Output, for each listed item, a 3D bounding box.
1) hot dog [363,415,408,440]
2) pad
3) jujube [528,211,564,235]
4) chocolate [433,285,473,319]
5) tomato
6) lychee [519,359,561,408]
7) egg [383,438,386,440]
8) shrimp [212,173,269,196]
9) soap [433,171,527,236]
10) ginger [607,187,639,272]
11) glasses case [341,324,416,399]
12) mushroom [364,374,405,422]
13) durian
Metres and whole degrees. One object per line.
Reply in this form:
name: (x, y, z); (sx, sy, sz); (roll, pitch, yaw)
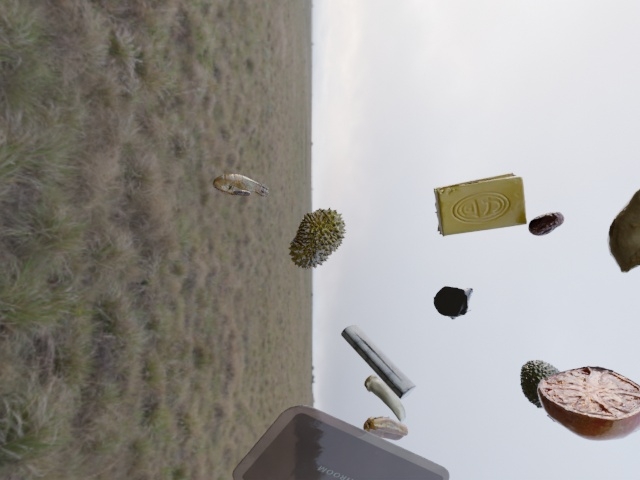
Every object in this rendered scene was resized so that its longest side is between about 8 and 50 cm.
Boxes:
hot dog: (0.163, 0.460, 1.050); (0.062, 0.144, 0.038); (-42, -141, 28)
pad: (0.030, 0.319, 0.575); (0.176, 0.266, 0.002); (-54, -163, 21)
jujube: (0.795, -0.059, 1.504); (0.129, 0.077, 0.077); (140, -46, -62)
chocolate: (0.261, 0.121, 0.811); (0.147, 0.072, 0.070); (20, 28, -56)
tomato: (0.656, 0.398, 1.031); (0.237, 0.237, 0.095); (-95, 177, -78)
lychee: (0.786, 0.502, 1.519); (0.171, 0.171, 0.171); (-179, -90, -89)
egg: (0.201, 0.727, 1.497); (0.096, 0.080, 0.080); (75, 14, -70)
shrimp: (-0.318, -0.209, 1.714); (0.133, 0.236, 0.053); (-45, -133, 41)
soap: (0.606, -0.135, 1.641); (0.096, 0.325, 0.204); (-55, 135, -79)
ginger: (0.817, -0.041, 1.069); (0.152, 0.138, 0.267); (29, -75, 61)
glasses case: (0.199, 0.419, 1.494); (0.060, 0.299, 0.114); (-54, 151, 14)
mushroom: (0.248, 0.594, 1.618); (0.209, 0.071, 0.084); (40, -11, 41)
durian: (-0.005, 0.004, 1.488); (0.138, 0.183, 0.249); (-90, -158, -60)
